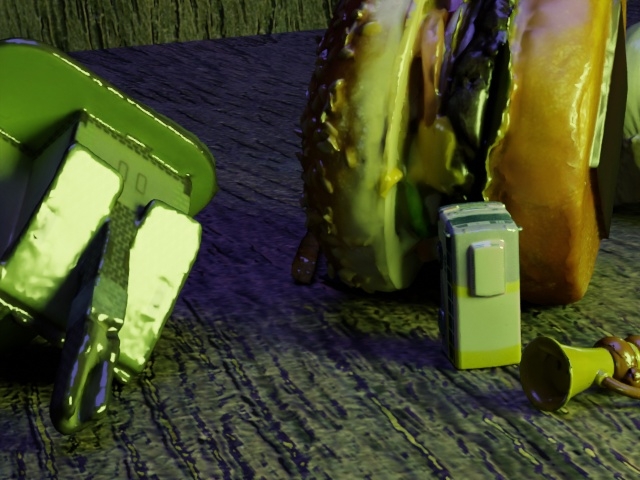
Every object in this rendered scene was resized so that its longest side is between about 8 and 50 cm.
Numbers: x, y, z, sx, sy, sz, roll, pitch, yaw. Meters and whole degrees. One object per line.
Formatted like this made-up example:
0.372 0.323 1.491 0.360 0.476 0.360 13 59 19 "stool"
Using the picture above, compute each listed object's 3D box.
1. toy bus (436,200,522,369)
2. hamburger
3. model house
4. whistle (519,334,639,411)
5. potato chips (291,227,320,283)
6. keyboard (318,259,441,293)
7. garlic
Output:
0.104 0.030 1.142 0.052 0.102 0.058 -5 16 -8 "toy bus"
0.106 -0.089 1.273 0.225 0.291 0.291 9 16 14 "hamburger"
-0.203 0.046 1.142 0.205 0.218 0.279 31 37 -26 "model house"
0.182 0.077 1.060 0.109 0.046 0.057 -4 -3 -30 "whistle"
0.000 0.000 1.463 0.037 0.026 0.204 13 15 9 "potato chips"
0.100 0.019 1.388 0.198 0.010 0.063 -9 13 -24 "keyboard"
0.307 -0.126 1.523 0.178 0.143 0.229 -40 -4 -37 "garlic"
